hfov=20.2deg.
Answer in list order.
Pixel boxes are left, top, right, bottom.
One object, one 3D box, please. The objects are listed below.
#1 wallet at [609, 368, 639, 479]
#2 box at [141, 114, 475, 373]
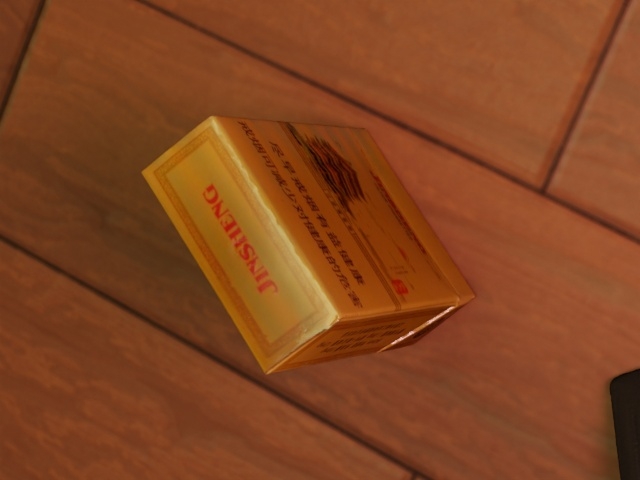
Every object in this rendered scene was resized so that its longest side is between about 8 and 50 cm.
[{"bbox_3d":[0.330,0.123,1.309,0.244,0.025,0.124,-18,55,26],"label":"wallet"},{"bbox_3d":[0.000,0.000,1.347,0.076,0.274,0.174,-36,77,21],"label":"box"}]
